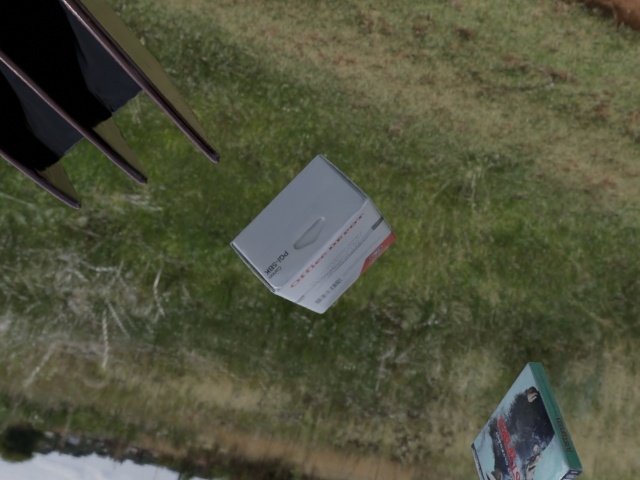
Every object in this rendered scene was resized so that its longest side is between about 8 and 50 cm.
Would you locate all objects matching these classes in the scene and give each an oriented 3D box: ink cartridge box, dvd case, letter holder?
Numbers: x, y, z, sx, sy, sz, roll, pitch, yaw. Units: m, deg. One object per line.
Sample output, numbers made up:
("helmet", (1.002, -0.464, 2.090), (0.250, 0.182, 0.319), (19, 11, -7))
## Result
("ink cartridge box", (0.000, 0.000, 0.576), (0.056, 0.099, 0.135), (46, -179, 19))
("dvd case", (0.149, 0.161, 0.530), (0.013, 0.087, 0.119), (4, 134, -12))
("letter holder", (-0.240, -0.152, 0.567), (0.214, 0.152, 0.302), (51, -179, 42))
